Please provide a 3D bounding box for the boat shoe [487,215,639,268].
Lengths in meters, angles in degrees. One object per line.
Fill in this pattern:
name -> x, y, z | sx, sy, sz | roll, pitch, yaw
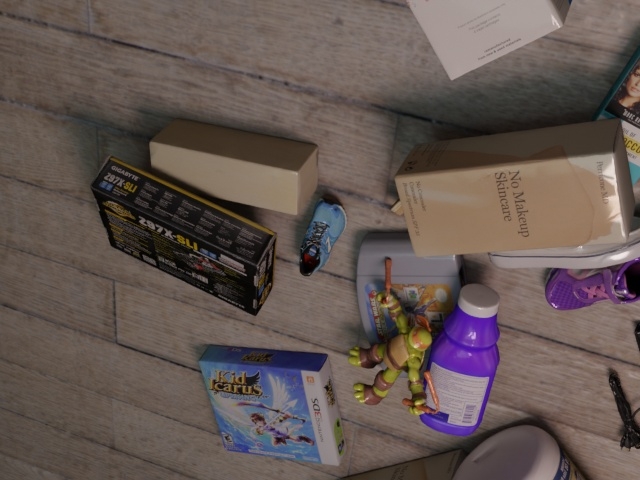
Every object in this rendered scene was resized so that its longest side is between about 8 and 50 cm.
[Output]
boat shoe -> 0.381, -0.017, 1.407 | 0.267, 0.096, 0.088 | -2, 124, 35

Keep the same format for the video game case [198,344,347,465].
video game case -> -0.096, 0.336, 1.855 | 0.269, 0.061, 0.244 | 2, 120, 23

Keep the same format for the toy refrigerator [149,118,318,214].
toy refrigerator -> -0.147, -0.125, 1.554 | 0.269, 0.102, 0.094 | 12, 125, 15

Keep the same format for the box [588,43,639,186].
box -> 0.442, -0.160, 1.305 | 0.100, 0.060, 0.244 | 28, 128, 4

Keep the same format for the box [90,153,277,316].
box -> -0.237, -0.001, 1.619 | 0.321, 0.079, 0.257 | 25, 155, 7

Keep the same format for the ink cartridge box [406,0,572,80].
ink cartridge box -> 0.204, -0.371, 1.201 | 0.168, 0.171, 0.233 | -22, 109, 32

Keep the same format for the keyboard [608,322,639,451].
keyboard -> 0.589, 0.270, 1.538 | 0.201, 0.033, 0.317 | -14, 114, 23

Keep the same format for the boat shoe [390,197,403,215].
boat shoe -> 0.187, -0.079, 1.464 | 0.170, 0.063, 0.059 | -35, 97, 35

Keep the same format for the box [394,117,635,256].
box -> 0.282, -0.073, 1.316 | 0.311, 0.121, 0.148 | -6, 116, 27

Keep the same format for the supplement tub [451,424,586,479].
supplement tub -> 0.407, 0.521, 1.652 | 0.228, 0.228, 0.316 | -30, 106, 35

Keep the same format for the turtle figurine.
turtle figurine -> 0.129, 0.184, 1.558 | 0.217, 0.087, 0.270 | -44, 59, 51

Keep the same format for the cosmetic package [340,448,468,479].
cosmetic package -> 0.163, 0.536, 1.811 | 0.309, 0.160, 0.113 | -25, 108, 32

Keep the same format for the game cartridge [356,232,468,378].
game cartridge -> 0.168, 0.123, 1.611 | 0.198, 0.062, 0.297 | -3, 119, 20

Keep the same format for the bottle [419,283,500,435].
bottle -> 0.241, 0.203, 1.540 | 0.118, 0.092, 0.283 | 13, 125, 10

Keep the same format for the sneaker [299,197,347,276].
sneaker -> 0.000, 0.000, 1.588 | 0.063, 0.073, 0.162 | 22, 127, 9

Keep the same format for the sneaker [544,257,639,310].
sneaker -> 0.453, 0.060, 1.415 | 0.236, 0.104, 0.095 | -24, 110, 34
